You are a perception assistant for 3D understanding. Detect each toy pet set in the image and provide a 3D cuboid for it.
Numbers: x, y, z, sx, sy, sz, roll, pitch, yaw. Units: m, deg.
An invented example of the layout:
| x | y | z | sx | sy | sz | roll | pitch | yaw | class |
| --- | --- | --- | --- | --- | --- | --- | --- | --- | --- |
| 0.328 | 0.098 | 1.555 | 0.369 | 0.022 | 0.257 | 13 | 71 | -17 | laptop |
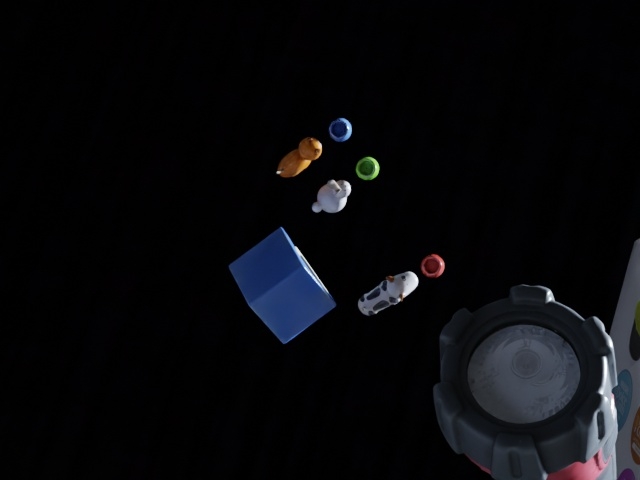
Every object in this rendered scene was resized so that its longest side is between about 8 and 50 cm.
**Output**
| x | y | z | sx | sy | sz | roll | pitch | yaw | class |
| --- | --- | --- | --- | --- | --- | --- | --- | --- | --- |
| 0.000 | 0.000 | 1.224 | 0.122 | 0.114 | 0.065 | 55 | 5 | 5 | toy pet set |

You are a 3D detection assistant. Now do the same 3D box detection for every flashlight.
| x | y | z | sx | sy | sz | roll | pitch | yaw | class |
| --- | --- | --- | --- | --- | --- | --- | --- | --- | --- |
| 0.128 | 0.137 | 1.157 | 0.103 | 0.103 | 0.304 | -26 | -28 | -6 | flashlight |

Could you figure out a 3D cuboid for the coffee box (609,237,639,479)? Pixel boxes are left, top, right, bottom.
| x | y | z | sx | sy | sz | roll | pitch | yaw | class |
| --- | --- | --- | --- | --- | --- | --- | --- | --- | --- |
| 0.398 | 0.219 | 1.460 | 0.338 | 0.334 | 0.337 | 10 | 14 | -11 | coffee box |
